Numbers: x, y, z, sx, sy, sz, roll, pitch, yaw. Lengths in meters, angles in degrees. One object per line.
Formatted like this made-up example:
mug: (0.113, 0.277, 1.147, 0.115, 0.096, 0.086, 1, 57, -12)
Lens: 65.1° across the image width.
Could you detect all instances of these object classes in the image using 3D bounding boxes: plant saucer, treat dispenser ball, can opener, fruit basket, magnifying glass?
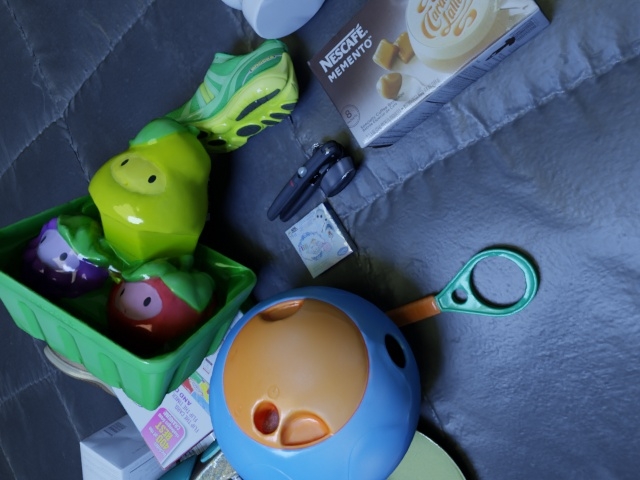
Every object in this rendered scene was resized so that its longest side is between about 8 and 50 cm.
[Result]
plant saucer: (0.131, 0.391, 0.802, 0.240, 0.037, 0.241, 9, 107, 30)
treat dispenser ball: (-0.008, 0.207, 0.693, 0.288, 0.288, 0.288, 8, 106, 30)
can opener: (-0.024, -0.084, 0.766, 0.186, 0.059, 0.073, -36, 51, 36)
fruit basket: (-0.288, 0.010, 0.756, 0.392, 0.283, 0.392, 13, 120, 23)
magnifying glass: (0.188, 0.080, 0.701, 0.231, 0.026, 0.092, -27, 87, 32)

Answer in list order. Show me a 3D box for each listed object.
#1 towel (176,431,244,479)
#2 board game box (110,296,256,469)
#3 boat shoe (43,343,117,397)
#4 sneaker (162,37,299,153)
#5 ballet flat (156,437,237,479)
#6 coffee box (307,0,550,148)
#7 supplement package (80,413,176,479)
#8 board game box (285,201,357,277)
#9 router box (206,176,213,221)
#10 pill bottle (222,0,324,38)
towel: (-0.278, 0.496, 1.070, 0.312, 0.056, 0.324, -34, 84, 33)
board game box: (-0.234, 0.226, 0.918, 0.316, 0.064, 0.242, -41, 79, 15)
boat shoe: (-0.460, 0.269, 1.104, 0.341, 0.122, 0.110, 16, 71, 23)
sneaker: (-0.146, -0.223, 0.800, 0.295, 0.109, 0.124, -12, 68, 37)
ballet flat: (-0.198, 0.435, 0.923, 0.348, 0.123, 0.123, -41, 79, 7)
coffee box: (0.124, -0.241, 0.614, 0.246, 0.098, 0.141, -34, 83, 33)
supplement package: (-0.396, 0.513, 1.047, 0.133, 0.139, 0.244, 14, 109, 30)
board game box: (0.000, 0.000, 0.797, 0.090, 0.020, 0.090, -36, 81, 33)
router box: (-0.257, -0.083, 0.924, 0.122, 0.038, 0.092, 7, 106, 30)
pill bottle: (-0.108, -0.419, 0.682, 0.153, 0.153, 0.265, -41, 79, 32)
